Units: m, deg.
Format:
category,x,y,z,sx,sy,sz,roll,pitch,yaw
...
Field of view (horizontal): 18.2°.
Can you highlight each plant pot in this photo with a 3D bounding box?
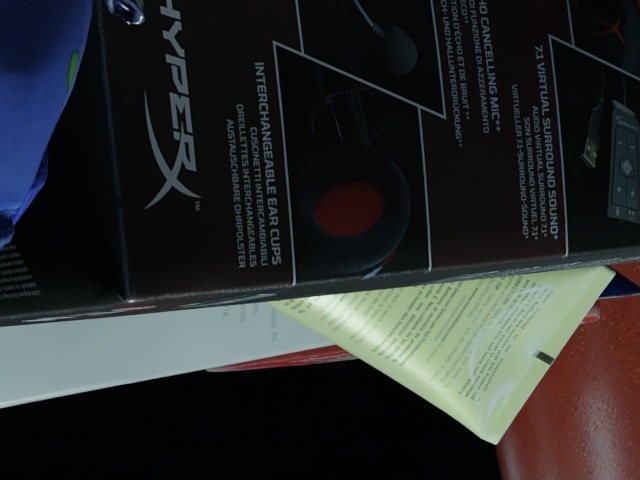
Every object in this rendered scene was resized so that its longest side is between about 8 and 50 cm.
category,x,y,z,sx,sy,sz,roll,pitch,yaw
plant pot,0.214,0.068,1.298,0.272,0.265,0.272,-6,176,0

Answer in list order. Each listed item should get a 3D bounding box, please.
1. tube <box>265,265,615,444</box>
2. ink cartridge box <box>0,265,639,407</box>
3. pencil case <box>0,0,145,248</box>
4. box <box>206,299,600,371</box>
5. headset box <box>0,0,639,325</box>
category,x,y,z,sx,sy,sz,roll,pitch,yaw
tube,0.000,0.000,0.807,0.240,0.062,0.070,27,146,-20
ink cartridge box,-0.031,-0.004,0.916,0.332,0.065,0.165,-8,-158,-22
pencil case,-0.173,-0.039,0.331,0.306,0.133,0.119,0,134,-50
box,0.036,0.007,1.200,0.128,0.123,0.257,-4,175,-32
headset box,0.010,-0.038,0.646,0.293,0.110,0.218,-5,178,-35
